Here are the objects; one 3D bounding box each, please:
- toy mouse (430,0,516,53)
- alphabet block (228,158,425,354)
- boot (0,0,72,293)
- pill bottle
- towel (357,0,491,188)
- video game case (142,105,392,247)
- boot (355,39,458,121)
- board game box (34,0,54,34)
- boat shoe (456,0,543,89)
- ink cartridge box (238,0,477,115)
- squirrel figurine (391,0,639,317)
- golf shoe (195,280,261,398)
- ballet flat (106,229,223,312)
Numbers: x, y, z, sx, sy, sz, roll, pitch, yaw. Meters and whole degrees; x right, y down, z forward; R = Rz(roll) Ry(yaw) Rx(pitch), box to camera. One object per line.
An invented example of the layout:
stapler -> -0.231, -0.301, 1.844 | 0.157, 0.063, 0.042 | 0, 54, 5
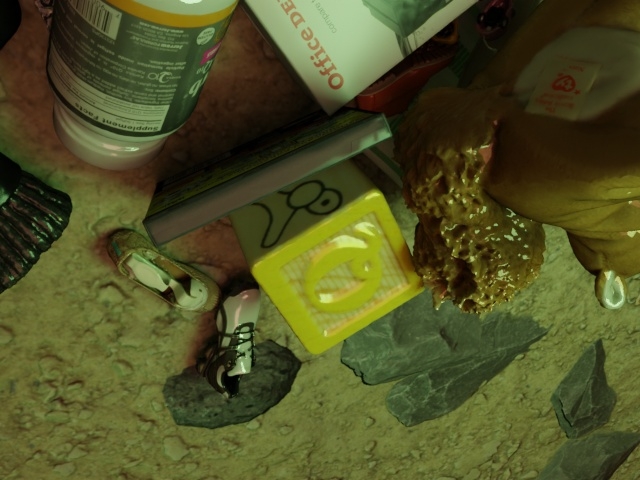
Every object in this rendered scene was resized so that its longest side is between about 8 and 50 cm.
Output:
toy mouse -> 0.203, -0.294, 0.814 | 0.143, 0.161, 0.031 | -40, 141, 9
alphabet block -> 0.000, 0.000, 0.896 | 0.192, 0.197, 0.193 | -32, 127, 1
boot -> -0.376, -0.106, 0.724 | 0.348, 0.131, 0.260 | -38, 120, 18
pill bottle -> -0.191, -0.203, 0.663 | 0.162, 0.162, 0.278 | 7, 148, -24
towel -> 0.211, -0.211, 0.942 | 0.248, 0.038, 0.325 | 35, 104, -33
video game case -> -0.075, -0.091, 0.781 | 0.275, 0.248, 0.035 | -25, 107, -4
boot -> 0.114, -0.213, 0.862 | 0.158, 0.059, 0.084 | -28, 140, -8
board game box -> -0.268, -0.322, 0.697 | 0.126, 0.026, 0.186 | -21, 126, -8
boat shoe -> 0.275, -0.267, 0.848 | 0.097, 0.116, 0.324 | 16, 106, -23
ink cartridge box -> 0.054, -0.333, 0.747 | 0.307, 0.129, 0.223 | -37, 127, 5
squirrel figurine -> 0.294, -0.065, 0.798 | 0.397, 0.281, 0.370 | -19, 146, 19
golf shoe -> -0.124, 0.156, 1.006 | 0.077, 0.094, 0.198 | -4, 126, -41
ballet flat -> -0.219, 0.062, 0.933 | 0.073, 0.067, 0.206 | -47, 125, 9
